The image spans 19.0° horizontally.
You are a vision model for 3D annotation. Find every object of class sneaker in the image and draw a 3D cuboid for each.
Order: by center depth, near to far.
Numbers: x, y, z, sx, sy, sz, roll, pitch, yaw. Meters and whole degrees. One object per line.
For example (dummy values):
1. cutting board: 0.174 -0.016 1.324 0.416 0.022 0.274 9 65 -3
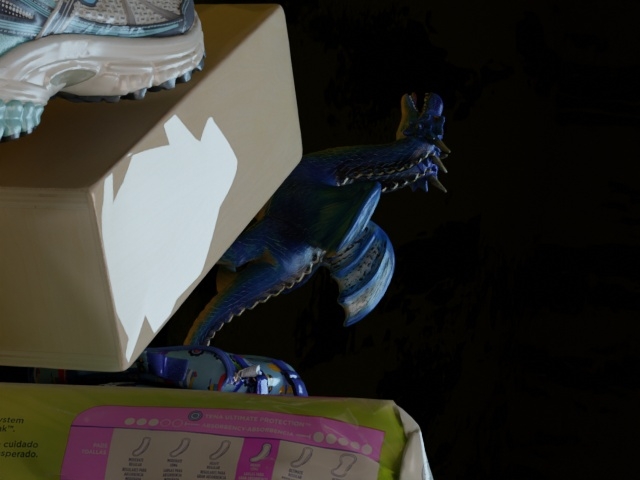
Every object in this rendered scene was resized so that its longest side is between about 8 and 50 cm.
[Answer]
1. sneaker: -0.131 -0.123 0.883 0.283 0.110 0.122 -39 132 -66

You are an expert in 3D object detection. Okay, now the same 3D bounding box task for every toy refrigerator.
1. toy refrigerator: -0.102 -0.039 1.048 0.269 0.094 0.102 -55 142 -57

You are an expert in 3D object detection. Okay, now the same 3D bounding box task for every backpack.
1. backpack: -0.101 0.114 1.032 0.173 0.158 0.117 13 77 -61

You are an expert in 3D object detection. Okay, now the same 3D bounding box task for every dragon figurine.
1. dragon figurine: 0.000 0.000 1.302 0.085 0.144 0.289 80 25 -45

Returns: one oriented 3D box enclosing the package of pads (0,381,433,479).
1. package of pads: -0.088 0.150 0.825 0.229 0.296 0.101 70 25 -56
